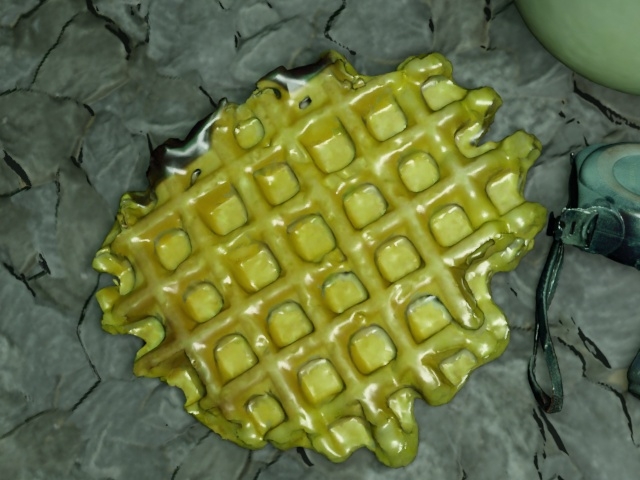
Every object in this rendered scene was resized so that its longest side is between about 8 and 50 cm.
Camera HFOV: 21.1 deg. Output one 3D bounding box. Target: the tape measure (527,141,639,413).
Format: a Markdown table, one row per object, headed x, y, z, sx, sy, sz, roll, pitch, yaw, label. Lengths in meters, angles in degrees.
| x | y | z | sx | sy | sz | roll | pitch | yaw | label |
| --- | --- | --- | --- | --- | --- | --- | --- | --- | --- |
| 0.202 | 0.027 | 1.166 | 0.107 | 0.104 | 0.180 | 11 | 110 | 1 | tape measure |

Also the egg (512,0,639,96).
| x | y | z | sx | sy | sz | roll | pitch | yaw | label |
| --- | --- | --- | --- | --- | --- | --- | --- | --- | --- |
| 0.282 | -0.233 | 1.095 | 0.352 | 0.258 | 0.258 | -32 | 70 | 11 | egg |

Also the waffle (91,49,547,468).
| x | y | z | sx | sy | sz | roll | pitch | yaw | label |
| --- | --- | --- | --- | --- | --- | --- | --- | --- | --- |
| -0.001 | -0.001 | 1.215 | 0.307 | 0.060 | 0.312 | 26 | 84 | 17 | waffle |

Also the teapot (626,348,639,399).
| x | y | z | sx | sy | sz | roll | pitch | yaw | label |
| --- | --- | --- | --- | --- | --- | --- | --- | --- | --- |
| 0.246 | 0.076 | 1.135 | 0.063 | 0.049 | 0.083 | 29 | 85 | 20 | teapot |
